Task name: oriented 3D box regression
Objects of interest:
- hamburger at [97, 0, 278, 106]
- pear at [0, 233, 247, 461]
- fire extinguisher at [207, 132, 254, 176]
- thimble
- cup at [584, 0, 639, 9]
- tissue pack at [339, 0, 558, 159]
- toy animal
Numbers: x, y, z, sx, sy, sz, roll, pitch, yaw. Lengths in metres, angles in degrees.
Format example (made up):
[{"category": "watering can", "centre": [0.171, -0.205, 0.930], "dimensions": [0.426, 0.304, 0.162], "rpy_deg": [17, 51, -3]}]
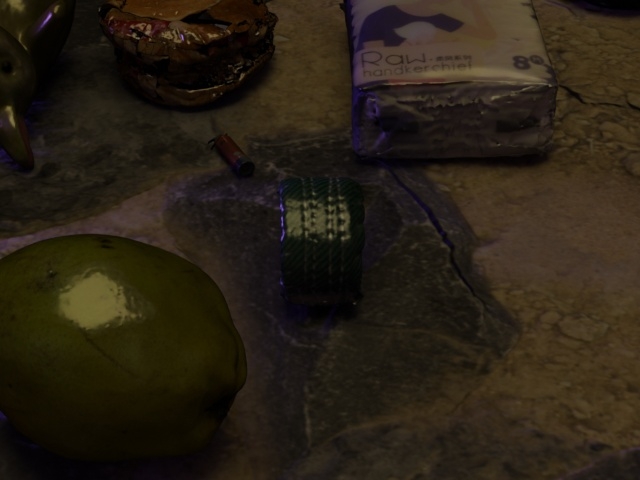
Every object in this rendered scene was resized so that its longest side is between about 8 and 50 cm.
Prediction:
[{"category": "hamburger", "centre": [-0.170, -0.262, 1.893], "dimensions": [0.231, 0.106, 0.231], "rpy_deg": [-2, 33, 1]}, {"category": "pear", "centre": [-0.197, 0.095, 1.329], "dimensions": [0.269, 0.212, 0.212], "rpy_deg": [20, 41, 15]}, {"category": "fire extinguisher", "centre": [-0.107, -0.102, 1.746], "dimensions": [0.028, 0.022, 0.083], "rpy_deg": [-41, 45, -2]}, {"category": "thimble", "centre": [0.000, -0.003, 1.532], "dimensions": [0.090, 0.118, 0.135], "rpy_deg": [-1, 37, 0]}, {"category": "cup", "centre": [0.442, -0.425, 2.053], "dimensions": [0.223, 0.176, 0.169], "rpy_deg": [-3, 34, -3]}, {"category": "tissue pack", "centre": [0.150, -0.235, 1.837], "dimensions": [0.243, 0.125, 0.343], "rpy_deg": [-1, 37, -1]}, {"category": "toy animal", "centre": [-0.395, -0.224, 1.777], "dimensions": [0.181, 0.180, 0.363], "rpy_deg": [6, 39, -1]}]
